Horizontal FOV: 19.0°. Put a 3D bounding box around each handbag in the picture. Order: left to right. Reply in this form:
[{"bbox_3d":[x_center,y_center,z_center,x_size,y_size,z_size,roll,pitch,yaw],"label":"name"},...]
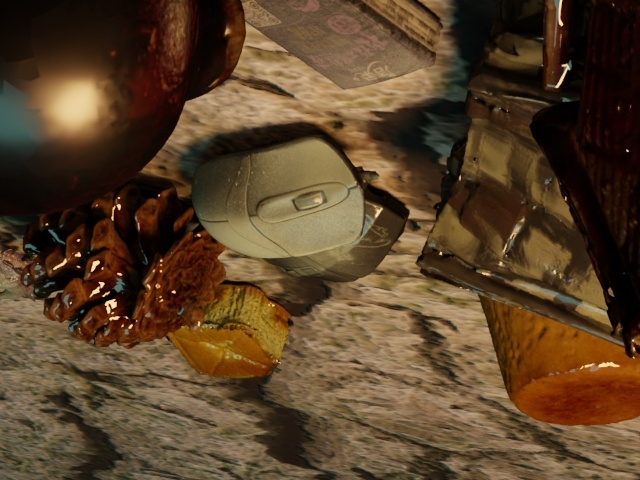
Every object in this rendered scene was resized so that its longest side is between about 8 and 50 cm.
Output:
[{"bbox_3d":[0.264,-0.047,1.556,0.327,0.162,0.325,18,144,5],"label":"handbag"}]

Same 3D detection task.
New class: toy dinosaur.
[{"bbox_3d":[-0.358,0.036,2.187,0.082,0.039,0.209,3,164,14],"label":"toy dinosaur"}]

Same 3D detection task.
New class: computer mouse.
[{"bbox_3d":[-0.044,-0.036,1.803,0.229,0.068,0.113,-8,114,42],"label":"computer mouse"},{"bbox_3d":[0.001,0.003,1.910,0.126,0.071,0.231,25,154,-24],"label":"computer mouse"}]

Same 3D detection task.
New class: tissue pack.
[{"bbox_3d":[0.007,-0.182,1.542,0.112,0.051,0.156,-10,147,45],"label":"tissue pack"}]

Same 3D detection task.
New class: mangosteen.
[{"bbox_3d":[-0.204,-0.159,1.423,0.314,0.296,0.297,11,158,-23],"label":"mangosteen"}]

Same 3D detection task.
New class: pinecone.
[{"bbox_3d":[-0.211,0.026,1.943,0.212,0.168,0.185,6,157,15],"label":"pinecone"}]

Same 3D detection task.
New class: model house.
[{"bbox_3d":[0.331,-0.064,1.312,0.317,0.282,0.297,-7,-163,-16],"label":"model house"}]

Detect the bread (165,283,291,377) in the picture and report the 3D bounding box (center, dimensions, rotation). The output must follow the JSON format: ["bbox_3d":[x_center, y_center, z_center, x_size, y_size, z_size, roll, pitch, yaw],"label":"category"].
[{"bbox_3d":[-0.100,0.103,2.173,0.128,0.069,0.140,-3,148,28],"label":"bread"}]

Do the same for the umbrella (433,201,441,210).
[{"bbox_3d":[0.181,-0.036,1.808,0.149,0.022,0.022,-1,116,11],"label":"umbrella"}]

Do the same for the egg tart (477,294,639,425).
[{"bbox_3d":[0.250,0.077,1.826,0.215,0.170,0.215,0,154,0],"label":"egg tart"}]
